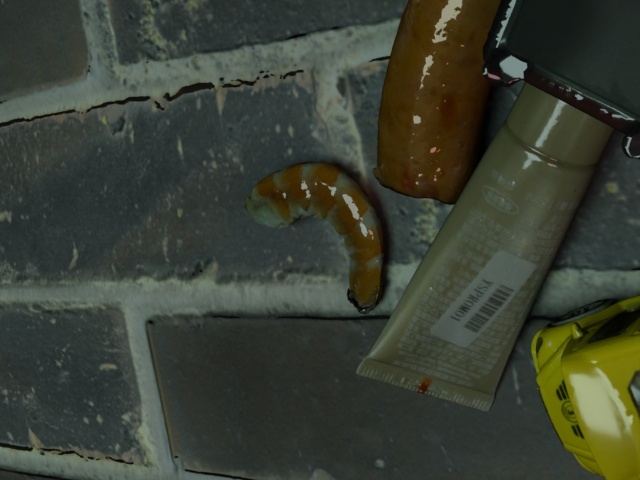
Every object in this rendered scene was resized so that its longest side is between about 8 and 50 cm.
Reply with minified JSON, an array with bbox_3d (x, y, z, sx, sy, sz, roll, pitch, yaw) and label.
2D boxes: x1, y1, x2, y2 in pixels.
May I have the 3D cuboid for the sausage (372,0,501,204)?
[{"bbox_3d":[0.117,-0.164,0.892,0.109,0.109,0.271,33,122,28],"label":"sausage"}]

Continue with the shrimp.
[{"bbox_3d":[0.000,0.000,1.075,0.161,0.049,0.166,-11,103,39],"label":"shrimp"}]

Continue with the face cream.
[{"bbox_3d":[0.153,0.010,0.916,0.137,0.084,0.341,17,120,-9],"label":"face cream"}]

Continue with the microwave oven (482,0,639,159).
[{"bbox_3d":[0.244,-0.207,0.722,0.188,0.178,0.248,34,121,25],"label":"microwave oven"}]

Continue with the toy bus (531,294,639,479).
[{"bbox_3d":[0.299,0.101,0.781,0.330,0.152,0.144,-24,88,41],"label":"toy bus"}]
